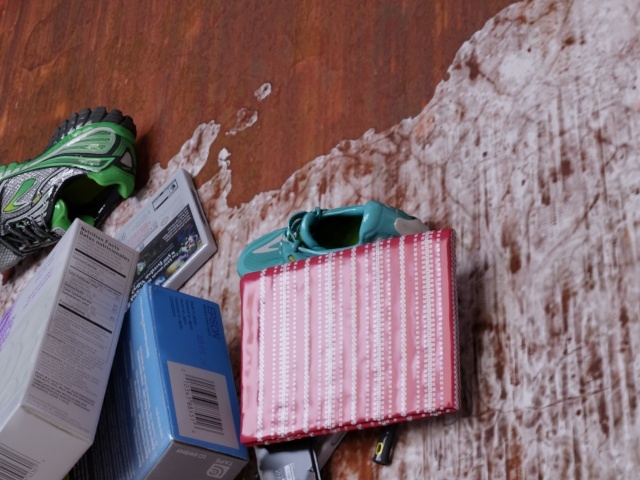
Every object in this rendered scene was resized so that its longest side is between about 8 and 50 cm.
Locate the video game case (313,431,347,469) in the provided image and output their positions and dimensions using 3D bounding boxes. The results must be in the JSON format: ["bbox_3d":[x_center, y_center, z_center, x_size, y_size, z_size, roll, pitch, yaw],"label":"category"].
[{"bbox_3d":[-0.004,0.160,1.695,0.143,0.019,0.157,-56,37,4],"label":"video game case"}]

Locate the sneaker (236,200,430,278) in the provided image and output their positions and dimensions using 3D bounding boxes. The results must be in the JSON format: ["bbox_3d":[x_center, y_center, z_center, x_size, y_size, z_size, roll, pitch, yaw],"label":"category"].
[{"bbox_3d":[0.000,0.000,1.729,0.275,0.110,0.107,-13,55,44],"label":"sneaker"}]

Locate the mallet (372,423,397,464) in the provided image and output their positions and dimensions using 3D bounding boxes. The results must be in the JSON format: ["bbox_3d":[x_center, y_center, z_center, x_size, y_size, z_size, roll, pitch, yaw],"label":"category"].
[{"bbox_3d":[0.080,0.139,1.604,0.062,0.039,0.189,11,77,50],"label":"mallet"}]

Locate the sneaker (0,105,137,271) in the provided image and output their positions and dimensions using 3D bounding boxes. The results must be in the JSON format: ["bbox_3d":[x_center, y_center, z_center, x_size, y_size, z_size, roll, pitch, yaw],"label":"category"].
[{"bbox_3d":[-0.401,-0.047,2.201,0.343,0.134,0.146,-37,42,25],"label":"sneaker"}]

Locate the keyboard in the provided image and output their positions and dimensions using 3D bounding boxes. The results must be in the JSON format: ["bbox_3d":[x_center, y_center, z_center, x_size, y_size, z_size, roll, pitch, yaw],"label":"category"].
[{"bbox_3d":[-0.033,0.264,1.641,0.100,0.038,0.192,-28,56,25],"label":"keyboard"}]

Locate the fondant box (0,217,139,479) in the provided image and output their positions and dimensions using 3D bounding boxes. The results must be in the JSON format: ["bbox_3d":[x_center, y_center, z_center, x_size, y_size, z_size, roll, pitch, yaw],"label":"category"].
[{"bbox_3d":[-0.329,0.166,1.781,0.238,0.096,0.330,-48,20,32],"label":"fondant box"}]

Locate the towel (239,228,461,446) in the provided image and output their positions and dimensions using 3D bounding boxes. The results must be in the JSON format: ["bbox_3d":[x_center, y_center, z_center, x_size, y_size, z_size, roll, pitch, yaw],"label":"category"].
[{"bbox_3d":[0.026,0.105,1.612,0.275,0.031,0.199,-13,68,32],"label":"towel"}]

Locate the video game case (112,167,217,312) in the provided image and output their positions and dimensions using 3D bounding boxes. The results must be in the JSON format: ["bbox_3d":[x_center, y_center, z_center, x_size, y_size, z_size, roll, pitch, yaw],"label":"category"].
[{"bbox_3d":[-0.224,0.019,2.046,0.190,0.022,0.173,-44,38,17],"label":"video game case"}]

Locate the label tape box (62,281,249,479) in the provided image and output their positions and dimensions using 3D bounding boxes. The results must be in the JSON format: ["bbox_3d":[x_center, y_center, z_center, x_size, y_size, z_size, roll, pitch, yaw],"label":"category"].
[{"bbox_3d":[-0.223,0.251,1.792,0.333,0.106,0.240,-52,35,32],"label":"label tape box"}]
